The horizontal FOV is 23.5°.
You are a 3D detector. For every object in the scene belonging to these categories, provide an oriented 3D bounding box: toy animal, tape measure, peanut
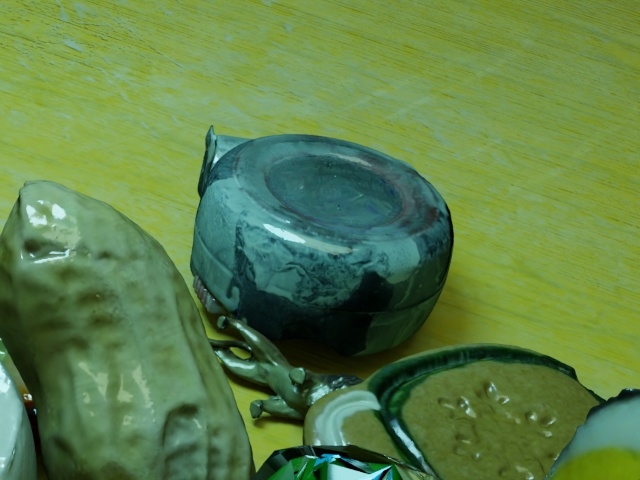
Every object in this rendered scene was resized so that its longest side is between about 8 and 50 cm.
[{"bbox_3d":[-0.044,0.125,1.418,0.220,0.069,0.086,27,16,11],"label":"toy animal"},{"bbox_3d":[0.000,0.000,1.537,0.256,0.147,0.275,7,31,-12],"label":"tape measure"},{"bbox_3d":[-0.158,0.114,1.208,0.174,0.158,0.339,-16,85,-44],"label":"peanut"}]

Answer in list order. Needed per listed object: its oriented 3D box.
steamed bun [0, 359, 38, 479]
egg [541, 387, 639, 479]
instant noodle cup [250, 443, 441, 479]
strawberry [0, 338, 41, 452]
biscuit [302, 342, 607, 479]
[{"bbox_3d":[-0.366,0.186,1.103,0.324,0.206,0.324,12,39,-9],"label":"steamed bun"},{"bbox_3d":[0.298,0.281,1.126,0.201,0.337,0.337,10,31,-35],"label":"egg"},{"bbox_3d":[0.012,0.286,1.087,0.240,0.240,0.178,21,47,12],"label":"instant noodle cup"},{"bbox_3d":[-0.223,0.129,1.336,0.140,0.085,0.192,31,38,26],"label":"strawberry"},{"bbox_3d":[0.160,0.206,1.331,0.344,0.057,0.287,-10,50,-39],"label":"biscuit"}]
